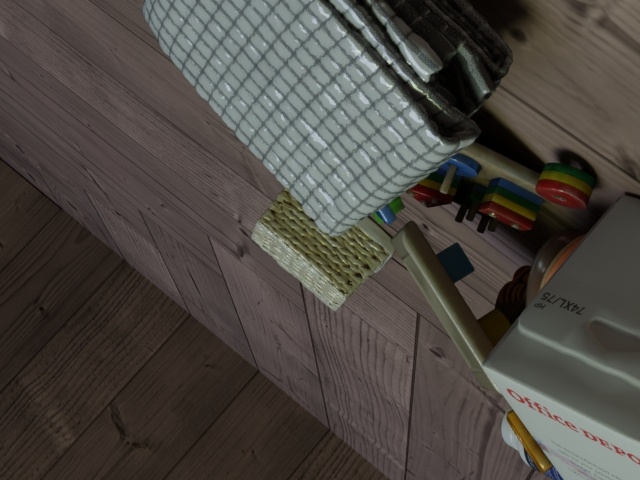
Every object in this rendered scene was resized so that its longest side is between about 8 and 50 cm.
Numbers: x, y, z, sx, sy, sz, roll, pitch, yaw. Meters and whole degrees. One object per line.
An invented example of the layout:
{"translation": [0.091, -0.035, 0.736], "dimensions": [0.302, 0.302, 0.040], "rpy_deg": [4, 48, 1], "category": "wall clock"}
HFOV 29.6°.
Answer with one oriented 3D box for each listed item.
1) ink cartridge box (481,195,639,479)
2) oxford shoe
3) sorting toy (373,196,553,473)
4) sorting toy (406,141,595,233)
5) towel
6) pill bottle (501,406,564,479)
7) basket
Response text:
{"translation": [0.307, 0.138, 0.982], "dimensions": [0.198, 0.197, 0.270], "rpy_deg": [24, 158, 51], "category": "ink cartridge box"}
{"translation": [0.220, 0.076, 1.188], "dimensions": [0.133, 0.130, 0.364], "rpy_deg": [43, 167, 26], "category": "oxford shoe"}
{"translation": [0.136, 0.061, 1.156], "dimensions": [0.348, 0.047, 0.196], "rpy_deg": [58, 180, 3], "category": "sorting toy"}
{"translation": [0.130, -0.049, 1.120], "dimensions": [0.132, 0.046, 0.274], "rpy_deg": [25, 171, -15], "category": "sorting toy"}
{"translation": [0.002, -0.165, 0.955], "dimensions": [0.284, 0.121, 0.235], "rpy_deg": [48, 151, -1], "category": "towel"}
{"translation": [0.311, 0.258, 1.539], "dimensions": [0.169, 0.094, 0.094], "rpy_deg": [20, 154, 55], "category": "pill bottle"}
{"translation": [0.000, 0.000, 1.575], "dimensions": [0.167, 0.103, 0.113], "rpy_deg": [42, 165, 3], "category": "basket"}
